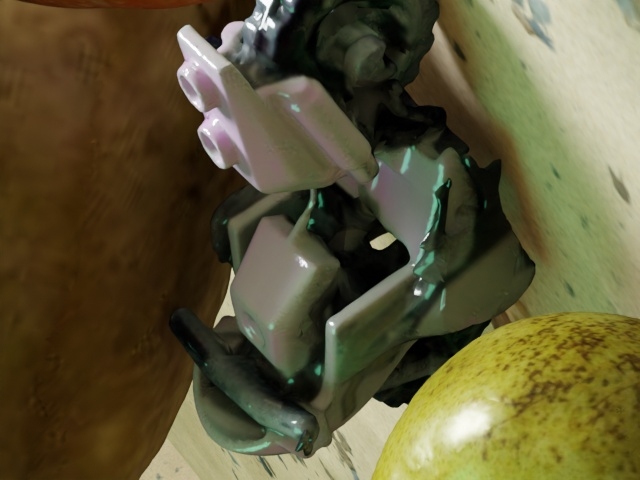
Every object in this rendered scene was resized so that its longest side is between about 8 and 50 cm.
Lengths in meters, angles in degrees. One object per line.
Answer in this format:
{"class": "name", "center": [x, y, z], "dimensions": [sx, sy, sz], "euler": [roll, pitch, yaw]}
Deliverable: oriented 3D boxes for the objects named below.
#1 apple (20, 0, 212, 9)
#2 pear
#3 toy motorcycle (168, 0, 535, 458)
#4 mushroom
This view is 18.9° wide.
{"class": "apple", "center": [-0.081, -0.209, 0.652], "dimensions": [0.242, 0.242, 0.241], "euler": [42, 159, 51]}
{"class": "pear", "center": [0.123, 0.127, 0.845], "dimensions": [0.197, 0.197, 0.197], "euler": [53, 168, 17]}
{"class": "toy motorcycle", "center": [0.000, 0.000, 0.967], "dimensions": [0.143, 0.188, 0.327], "euler": [43, 162, 37]}
{"class": "mushroom", "center": [-0.150, -0.027, 1.017], "dimensions": [0.313, 0.224, 0.397], "euler": [105, 176, -67]}
